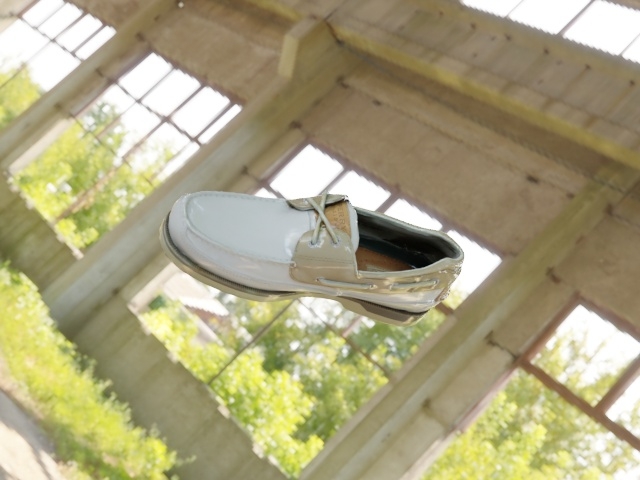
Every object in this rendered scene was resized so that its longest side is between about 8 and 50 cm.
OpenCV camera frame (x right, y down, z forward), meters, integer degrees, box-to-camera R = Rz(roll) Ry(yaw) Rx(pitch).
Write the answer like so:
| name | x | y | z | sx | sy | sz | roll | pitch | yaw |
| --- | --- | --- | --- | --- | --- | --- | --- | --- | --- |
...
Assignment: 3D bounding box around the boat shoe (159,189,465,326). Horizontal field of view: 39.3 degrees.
| name | x | y | z | sx | sy | sz | roll | pitch | yaw |
| --- | --- | --- | --- | --- | --- | --- | --- | --- | --- |
| boat shoe | 0.000 | 0.000 | 0.867 | 0.302 | 0.103 | 0.113 | 12 | 50 | -27 |
